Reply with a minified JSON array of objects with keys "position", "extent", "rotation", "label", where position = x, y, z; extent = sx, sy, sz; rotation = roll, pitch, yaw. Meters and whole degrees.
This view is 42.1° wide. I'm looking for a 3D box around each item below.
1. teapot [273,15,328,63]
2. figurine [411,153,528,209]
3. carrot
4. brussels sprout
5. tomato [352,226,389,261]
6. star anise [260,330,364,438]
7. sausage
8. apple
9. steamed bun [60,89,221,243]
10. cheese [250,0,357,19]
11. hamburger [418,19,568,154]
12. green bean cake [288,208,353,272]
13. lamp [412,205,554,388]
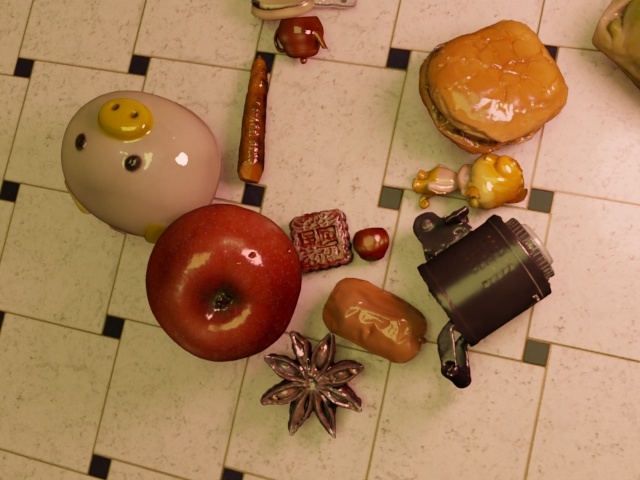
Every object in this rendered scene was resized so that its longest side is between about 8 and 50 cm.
[{"position":[-0.049,-0.475,1.977],"extent":[0.173,0.116,0.116],"rotation":[8,83,42],"label":"teapot"},{"position":[0.329,-0.126,1.822],"extent":[0.246,0.131,0.156],"rotation":[3,42,29],"label":"figurine"},{"position":[-0.154,-0.293,1.992],"extent":[0.066,0.066,0.314],"rotation":[3,80,14],"label":"carrot"},{"position":[0.743,-0.415,1.674],"extent":[0.355,0.289,0.281],"rotation":[20,73,28],"label":"brussels sprout"},{"position":[0.114,0.008,1.866],"extent":[0.087,0.087,0.075],"rotation":[-11,81,12],"label":"tomato"},{"position":[-0.012,0.308,1.842],"extent":[0.223,0.109,0.236],"rotation":[4,96,9],"label":"star anise"},{"position":[0.120,0.176,1.820],"extent":[0.241,0.120,0.136],"rotation":[29,101,16],"label":"sausage"},{"position":[-0.206,0.092,1.795],"extent":[0.348,0.277,0.348],"rotation":[-2,105,-7],"label":"apple"},{"position":[-0.410,-0.176,1.909],"extent":[0.374,0.334,0.334],"rotation":[21,87,20],"label":"steamed bun"},{"position":[-0.037,-0.581,2.003],"extent":[0.252,0.054,0.127],"rotation":[7,63,8],"label":"cheese"},{"position":[0.361,-0.335,1.786],"extent":[0.319,0.158,0.318],"rotation":[3,66,-8],"label":"hamburger"},{"position":[0.000,0.000,1.910],"extent":[0.135,0.056,0.135],"rotation":[-13,79,13],"label":"green bean cake"},{"position":[0.351,0.087,1.729],"extent":[0.272,0.205,0.374],"rotation":[-18,67,15],"label":"lamp"}]
